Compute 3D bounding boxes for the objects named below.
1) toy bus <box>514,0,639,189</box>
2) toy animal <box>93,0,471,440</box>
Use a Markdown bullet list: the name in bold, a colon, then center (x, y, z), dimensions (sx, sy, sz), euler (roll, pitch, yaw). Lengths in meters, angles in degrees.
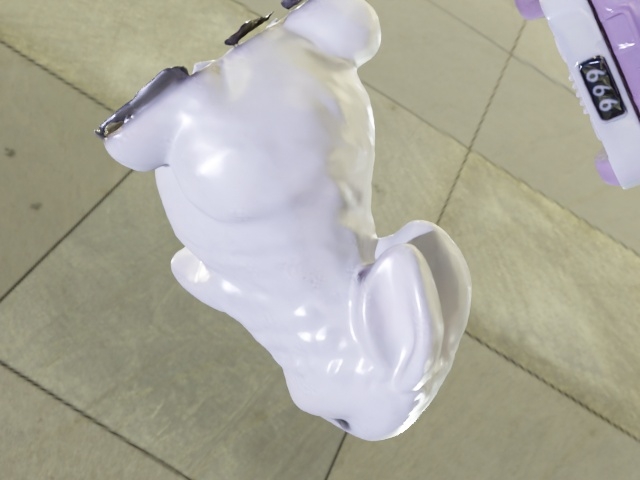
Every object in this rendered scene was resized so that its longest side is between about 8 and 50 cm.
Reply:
- **toy bus**: center (0.210, -0.131, 0.468), dimensions (0.141, 0.142, 0.202), euler (59, 27, -13)
- **toy animal**: center (0.000, 0.000, 0.641), dimensions (0.357, 0.258, 0.194), euler (56, 26, -10)
